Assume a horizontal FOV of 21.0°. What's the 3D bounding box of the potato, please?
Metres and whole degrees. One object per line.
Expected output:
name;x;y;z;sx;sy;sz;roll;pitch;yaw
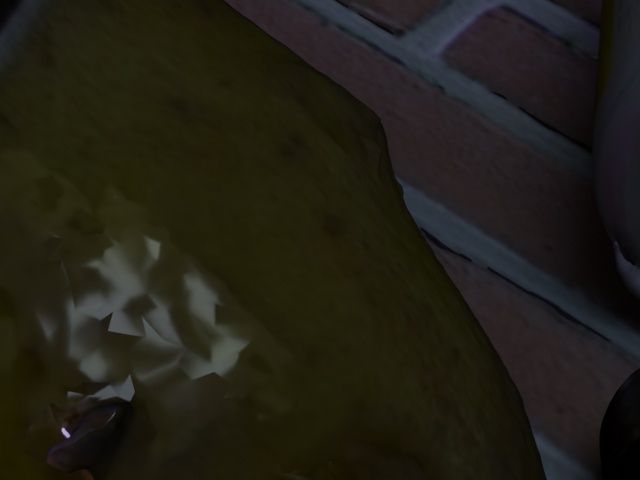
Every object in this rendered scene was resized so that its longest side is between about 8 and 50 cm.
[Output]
potato;-0.074;0.060;0.645;0.296;0.290;0.397;41;-1;-14

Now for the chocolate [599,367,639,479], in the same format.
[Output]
chocolate;0.182;0.080;0.747;0.149;0.125;0.080;1;28;-10

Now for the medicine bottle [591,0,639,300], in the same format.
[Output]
medicine bottle;0.257;-0.138;0.919;0.213;0.213;0.378;15;42;-1
